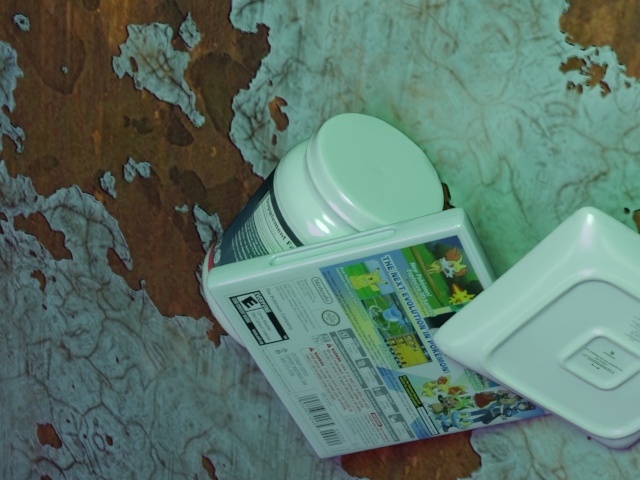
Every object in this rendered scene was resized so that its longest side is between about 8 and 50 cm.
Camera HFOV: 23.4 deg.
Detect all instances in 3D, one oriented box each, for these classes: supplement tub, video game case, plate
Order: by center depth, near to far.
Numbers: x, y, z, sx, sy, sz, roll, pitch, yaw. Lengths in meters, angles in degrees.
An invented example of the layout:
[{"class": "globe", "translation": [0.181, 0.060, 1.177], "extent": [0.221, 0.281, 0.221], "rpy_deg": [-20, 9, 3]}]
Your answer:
[{"class": "plate", "translation": [0.302, 0.114, 1.648], "extent": [0.277, 0.045, 0.278], "rpy_deg": [31, 133, -16]}, {"class": "video game case", "translation": [0.074, 0.115, 1.750], "extent": [0.300, 0.036, 0.329], "rpy_deg": [-14, 132, 19]}, {"class": "supplement tub", "translation": [0.000, 0.000, 1.801], "extent": [0.191, 0.191, 0.272], "rpy_deg": [48, 130, 8]}]
